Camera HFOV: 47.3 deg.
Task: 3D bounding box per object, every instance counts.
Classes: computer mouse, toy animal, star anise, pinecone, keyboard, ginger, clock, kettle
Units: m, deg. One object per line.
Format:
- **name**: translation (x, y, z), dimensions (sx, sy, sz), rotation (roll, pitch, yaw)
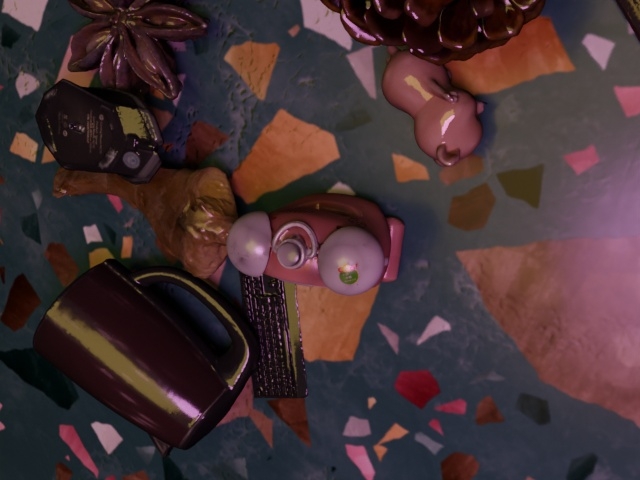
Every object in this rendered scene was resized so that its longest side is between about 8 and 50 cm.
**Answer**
- **computer mouse**: translation (-0.251, -0.128, 0.852), dimensions (0.192, 0.062, 0.105), rotation (19, 111, 24)
- **toy animal**: translation (0.111, -0.137, 0.742), dimensions (0.089, 0.083, 0.150), rotation (-40, 71, 36)
- **star anise**: translation (-0.220, -0.241, 0.865), dimensions (0.212, 0.073, 0.196), rotation (15, 102, 22)
- **pinecone**: translation (0.105, -0.267, 0.615), dimensions (0.247, 0.292, 0.246), rotation (-2, 116, -5)
- **keyboard**: translation (-0.060, 0.098, 0.887), dimensions (0.074, 0.015, 0.196), rotation (-2, 99, 23)
- **ginger**: translation (-0.213, -0.047, 0.896), dimensions (0.295, 0.086, 0.131), rotation (18, 115, 28)
- **clock**: translation (0.000, 0.000, 0.765), dimensions (0.166, 0.162, 0.092), rotation (11, 100, 21)
- **kettle**: translation (-0.199, 0.132, 0.897), dimensions (0.232, 0.144, 0.202), rotation (37, 90, 7)

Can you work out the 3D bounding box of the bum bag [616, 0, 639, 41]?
- **bum bag**: translation (0.326, -0.236, 0.665), dimensions (0.109, 0.026, 0.159), rotation (-31, 92, 24)
